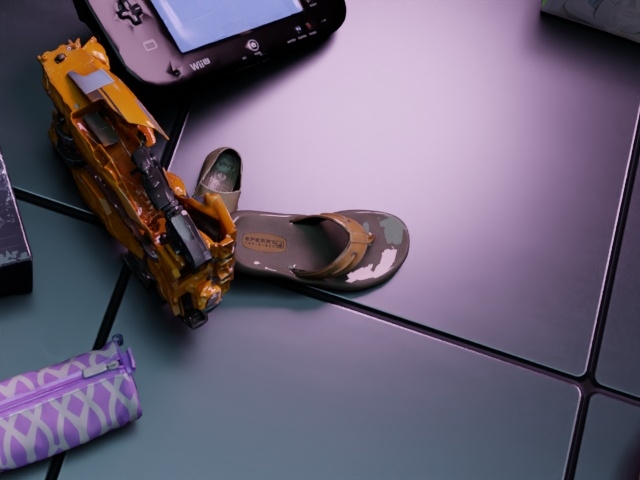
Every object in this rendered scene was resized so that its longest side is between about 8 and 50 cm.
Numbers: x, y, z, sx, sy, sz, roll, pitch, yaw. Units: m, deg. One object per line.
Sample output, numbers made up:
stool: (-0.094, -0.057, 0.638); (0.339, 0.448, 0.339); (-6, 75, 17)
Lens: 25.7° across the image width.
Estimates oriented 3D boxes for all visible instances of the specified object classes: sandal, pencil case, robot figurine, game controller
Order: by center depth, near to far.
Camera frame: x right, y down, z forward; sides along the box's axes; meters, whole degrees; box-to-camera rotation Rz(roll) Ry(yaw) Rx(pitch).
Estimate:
pencil case: (-0.267, 0.162, 1.324); (0.206, 0.088, 0.086); (-21, 73, -18)
robot figurine: (-0.174, -0.052, 1.369); (0.085, 0.211, 0.291); (-32, 70, -20)
sandal: (0.000, 0.000, 1.445); (0.219, 0.060, 0.090); (7, 73, -26)
game controller: (-0.112, -0.257, 1.490); (0.319, 0.067, 0.166); (-27, 74, -39)

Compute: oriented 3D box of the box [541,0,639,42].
box: (0.407, -0.367, 1.656); (0.231, 0.127, 0.262); (18, 66, -3)

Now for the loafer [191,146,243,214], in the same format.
loafer: (-0.112, -0.035, 1.454); (0.056, 0.050, 0.148); (9, 67, -8)

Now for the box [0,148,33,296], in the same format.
box: (-0.376, -0.017, 1.368); (0.156, 0.093, 0.158); (-15, 72, -17)

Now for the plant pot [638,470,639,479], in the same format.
plant pot: (0.507, 0.243, 1.329); (0.323, 0.280, 0.323); (5, 69, -12)
